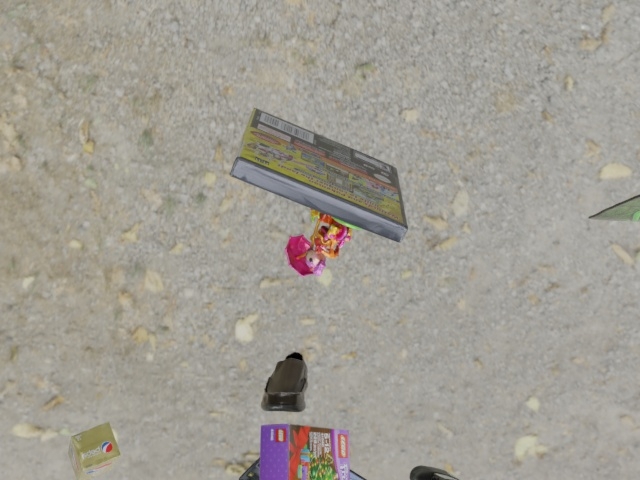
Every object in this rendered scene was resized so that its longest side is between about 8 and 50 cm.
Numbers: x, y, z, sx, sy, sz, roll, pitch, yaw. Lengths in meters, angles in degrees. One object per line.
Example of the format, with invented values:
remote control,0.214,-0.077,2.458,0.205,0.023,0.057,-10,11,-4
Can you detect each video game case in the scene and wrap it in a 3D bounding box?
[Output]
video game case,0.002,-0.111,1.185,0.275,0.248,0.035,22,115,-9

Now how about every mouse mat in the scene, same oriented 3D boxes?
mouse mat,0.425,-0.039,0.876,0.153,0.189,0.007,2,82,-3

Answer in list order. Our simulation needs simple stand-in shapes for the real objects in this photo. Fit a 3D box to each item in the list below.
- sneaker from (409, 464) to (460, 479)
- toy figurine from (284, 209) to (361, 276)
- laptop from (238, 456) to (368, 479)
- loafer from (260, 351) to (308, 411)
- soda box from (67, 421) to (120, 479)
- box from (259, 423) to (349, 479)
sneaker,0.286,0.554,1.629,0.078,0.234,0.106,-55,138,-13
toy figurine,0.000,0.000,1.342,0.130,0.173,0.159,7,117,-34
laptop,-0.030,0.604,1.839,0.234,0.136,0.264,38,105,-21
loafer,-0.064,0.254,1.351,0.080,0.220,0.078,1,95,1
soda box,-0.370,0.347,1.202,0.061,0.058,0.181,-18,164,-26
box,-0.021,0.442,1.165,0.057,0.293,0.201,-9,161,27
